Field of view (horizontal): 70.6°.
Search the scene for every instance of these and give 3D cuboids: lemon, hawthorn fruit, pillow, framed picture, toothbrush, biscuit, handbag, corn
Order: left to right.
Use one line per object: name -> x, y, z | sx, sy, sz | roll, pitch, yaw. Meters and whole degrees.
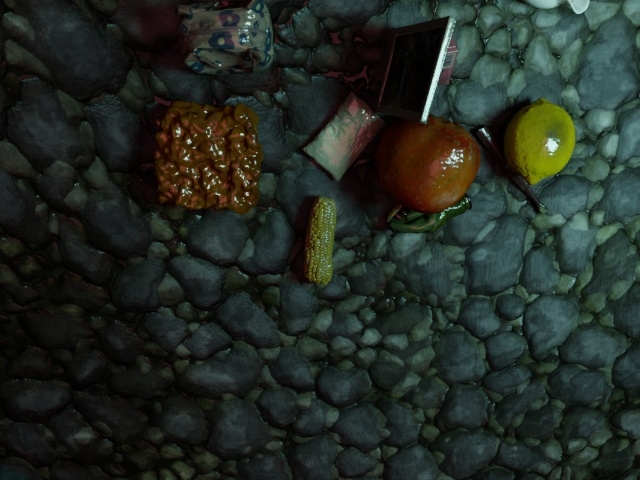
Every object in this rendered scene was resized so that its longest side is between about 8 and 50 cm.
biscuit -> -0.326, -0.243, 1.319 | 0.312, 0.110, 0.318 | 4, 108, -3
handbag -> -0.251, -0.532, 1.181 | 0.252, 0.193, 0.190 | -6, 105, -2
corn -> 0.000, 0.000, 1.421 | 0.101, 0.101, 0.291 | 4, 109, -4
pillow -> 0.071, -0.308, 1.348 | 0.148, 0.050, 0.229 | 39, 106, -9
framed picture -> 0.230, -0.437, 1.169 | 0.020, 0.324, 0.240 | 8, 109, -17
hawthorn fruit -> 0.275, -0.194, 1.276 | 0.287, 0.287, 0.330 | 28, 101, -11
toothbrush -> 0.599, -0.215, 1.409 | 0.041, 0.041, 0.364 | -41, 106, 10
lemon -> 0.628, -0.287, 1.306 | 0.188, 0.188, 0.256 | 4, 91, -4

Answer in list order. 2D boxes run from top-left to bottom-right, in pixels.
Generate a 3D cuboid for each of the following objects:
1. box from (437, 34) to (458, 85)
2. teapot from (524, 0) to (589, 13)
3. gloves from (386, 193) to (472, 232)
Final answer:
box -> 0.307, -0.486, 1.248 | 0.111, 0.156, 0.060 | -13, 72, 0
teapot -> 0.604, -0.732, 1.181 | 0.204, 0.139, 0.298 | -34, 109, 10
gloves -> 0.337, -0.078, 1.405 | 0.268, 0.135, 0.107 | -15, 67, 1
